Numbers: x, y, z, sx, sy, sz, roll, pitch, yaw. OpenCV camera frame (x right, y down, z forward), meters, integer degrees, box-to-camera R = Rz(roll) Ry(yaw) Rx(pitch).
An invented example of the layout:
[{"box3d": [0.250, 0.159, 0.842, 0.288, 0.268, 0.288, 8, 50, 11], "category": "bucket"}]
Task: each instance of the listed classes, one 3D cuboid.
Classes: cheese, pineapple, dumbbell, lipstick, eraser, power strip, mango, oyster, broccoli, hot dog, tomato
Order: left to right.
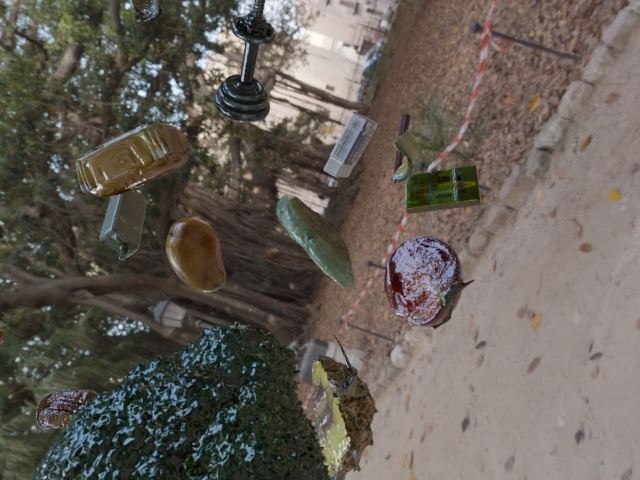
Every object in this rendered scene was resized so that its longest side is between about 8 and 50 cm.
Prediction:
[{"box3d": [-0.645, 0.436, 1.186, 0.053, 0.192, 0.099, 36, -133, -77], "category": "hot dog"}, {"box3d": [-0.525, -0.044, 1.230, 0.053, 0.093, 0.288, -33, 38, 13], "category": "power strip"}, {"box3d": [-0.397, -0.554, 1.060, 0.029, 0.086, 0.132, 36, -134, -61], "category": "oyster"}, {"box3d": [-0.126, 0.243, 0.444, 0.304, 0.321, 0.283, -94, -21, -48], "category": "broccoli"}, {"box3d": [-0.262, 0.033, 0.961, 0.089, 0.115, 0.165, 8, 111, 50], "category": "mango"}, {"box3d": [-0.129, -0.323, 0.826, 0.255, 0.110, 0.110, 112, 178, -47], "category": "dumbbell"}, {"box3d": [0.101, -0.312, 1.524, 0.210, 0.068, 0.124, -61, -16, 19], "category": "eraser"}, {"box3d": [0.079, 0.409, 1.095, 0.158, 0.161, 0.335, 135, 134, -56], "category": "pineapple"}, {"box3d": [0.213, -0.244, 1.215, 0.027, 0.027, 0.177, -71, -12, -76], "category": "lipstick"}, {"box3d": [0.151, -0.148, 0.807, 0.060, 0.041, 0.084, -49, -35, -50], "category": "cheese"}, {"box3d": [0.366, 0.151, 1.564, 0.308, 0.170, 0.309, -20, 55, 32], "category": "tomato"}]

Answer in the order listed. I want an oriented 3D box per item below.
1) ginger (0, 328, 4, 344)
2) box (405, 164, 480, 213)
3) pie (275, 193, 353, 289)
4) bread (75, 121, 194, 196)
[{"box3d": [-0.689, 0.159, 0.900, 0.073, 0.162, 0.103, -59, -5, -26], "category": "ginger"}, {"box3d": [0.329, -0.137, 1.249, 0.030, 0.193, 0.121, 59, -149, -50], "category": "box"}, {"box3d": [0.000, 0.000, 0.914, 0.054, 0.240, 0.240, -41, 5, 9], "category": "pie"}, {"box3d": [-0.424, -0.178, 1.049, 0.136, 0.241, 0.107, -40, -70, -74], "category": "bread"}]
